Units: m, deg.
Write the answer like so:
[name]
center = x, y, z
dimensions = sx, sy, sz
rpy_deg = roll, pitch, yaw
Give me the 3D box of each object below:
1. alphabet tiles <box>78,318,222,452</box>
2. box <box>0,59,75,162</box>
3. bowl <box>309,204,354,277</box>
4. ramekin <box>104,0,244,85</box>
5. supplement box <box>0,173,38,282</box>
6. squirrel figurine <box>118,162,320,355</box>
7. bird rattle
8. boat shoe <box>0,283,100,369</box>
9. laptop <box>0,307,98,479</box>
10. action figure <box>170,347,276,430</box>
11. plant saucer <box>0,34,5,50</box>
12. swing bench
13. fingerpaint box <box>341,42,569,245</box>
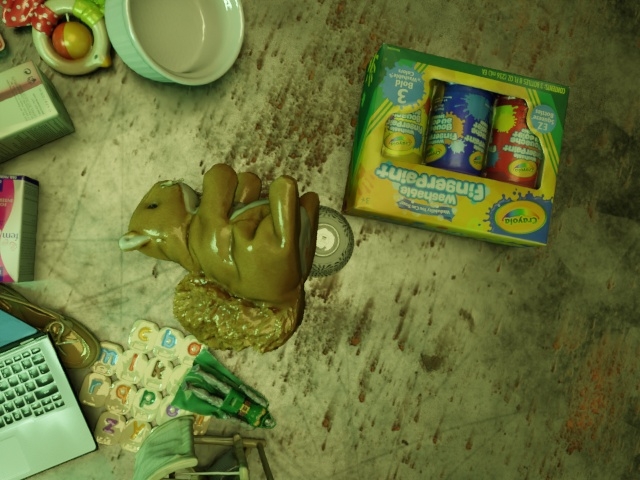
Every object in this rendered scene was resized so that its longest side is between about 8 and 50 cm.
[alphabet tiles]
center = -0.368, 0.325, 1.381
dimensions = 0.284, 0.021, 0.277
rpy_deg = 19, 85, -7
[box]
center = -0.654, -0.251, 1.300
dimensions = 0.232, 0.148, 0.126
rpy_deg = -26, 91, -9
[bowl]
center = 0.000, 0.000, 1.424
dimensions = 0.170, 0.080, 0.170
rpy_deg = 0, 87, -8
[ramekin]
center = -0.307, -0.460, 1.315
dimensions = 0.277, 0.135, 0.277
rpy_deg = -8, 101, -43
[supplement box]
center = -0.660, -0.024, 1.308
dimensions = 0.111, 0.114, 0.219
rpy_deg = 2, 89, -10
[squirrel figurine]
center = -0.212, 0.043, 1.279
dimensions = 0.371, 0.281, 0.396
rpy_deg = 4, 95, 9
[bird rattle]
center = -0.543, -0.457, 1.343
dimensions = 0.254, 0.143, 0.206
rpy_deg = -8, 105, -6
[boat shoe]
center = -0.598, 0.185, 1.314
dimensions = 0.285, 0.089, 0.104
rpy_deg = 28, 82, -4
[laptop]
center = -0.708, 0.314, 1.182
dimensions = 0.382, 0.236, 0.407
rpy_deg = -23, 91, 6
[action figure]
center = -0.191, 0.350, 1.376
dimensions = 0.232, 0.063, 0.137
rpy_deg = 35, 77, -21
[plant saucer]
center = -0.836, -0.469, 1.333
dimensions = 0.259, 0.048, 0.259
rpy_deg = -25, 92, -9
[swing bench]
center = -0.238, 0.471, 1.262
dimensions = 0.255, 0.253, 0.165
rpy_deg = 27, 87, -13
[fingerpaint box]
center = 0.304, -0.202, 1.437
dimensions = 0.445, 0.163, 0.370
rpy_deg = 11, 86, -8
